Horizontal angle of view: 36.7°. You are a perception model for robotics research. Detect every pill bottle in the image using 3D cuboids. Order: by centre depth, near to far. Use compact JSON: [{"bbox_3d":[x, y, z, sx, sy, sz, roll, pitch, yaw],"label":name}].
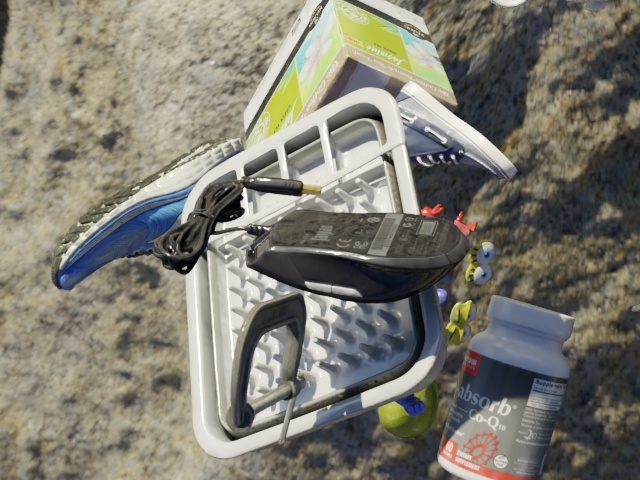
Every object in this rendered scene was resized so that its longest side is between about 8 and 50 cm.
[{"bbox_3d":[0.380,0.306,1.944,0.210,0.210,0.363,15,91,8],"label":"pill bottle"}]

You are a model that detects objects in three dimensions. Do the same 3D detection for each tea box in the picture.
[{"bbox_3d":[0.037,-0.228,1.688,0.220,0.323,0.329,20,123,-23],"label":"tea box"}]

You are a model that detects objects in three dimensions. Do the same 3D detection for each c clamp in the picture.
[{"bbox_3d":[-0.038,0.108,0.759,0.022,0.161,0.137,13,92,18],"label":"c clamp"}]

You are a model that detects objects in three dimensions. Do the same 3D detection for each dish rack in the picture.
[{"bbox_3d":[-0.008,0.037,0.960,0.285,0.333,0.072,-25,144,26],"label":"dish rack"}]

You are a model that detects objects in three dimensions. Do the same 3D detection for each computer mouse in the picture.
[{"bbox_3d":[0.000,0.000,0.852,0.262,0.184,0.060,2,115,9],"label":"computer mouse"}]

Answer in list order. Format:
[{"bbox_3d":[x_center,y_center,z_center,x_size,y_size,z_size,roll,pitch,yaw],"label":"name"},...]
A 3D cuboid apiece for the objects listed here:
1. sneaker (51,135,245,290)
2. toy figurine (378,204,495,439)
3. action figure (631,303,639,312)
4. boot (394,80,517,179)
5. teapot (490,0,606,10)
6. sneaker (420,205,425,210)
[{"bbox_3d":[-0.225,-0.015,1.363,0.330,0.130,0.147,-32,105,-15],"label":"sneaker"},{"bbox_3d":[0.085,0.142,1.287,0.191,0.217,0.362,21,114,13],"label":"toy figurine"},{"bbox_3d":[0.772,0.171,1.799,0.330,0.178,0.341,29,142,49],"label":"action figure"},{"bbox_3d":[0.164,-0.122,1.284,0.190,0.069,0.086,40,96,13],"label":"boot"},{"bbox_3d":[0.411,-0.446,1.478,0.256,0.252,0.187,29,135,51],"label":"teapot"},{"bbox_3d":[0.140,0.023,1.710,0.094,0.081,0.208,22,124,-20],"label":"sneaker"}]
